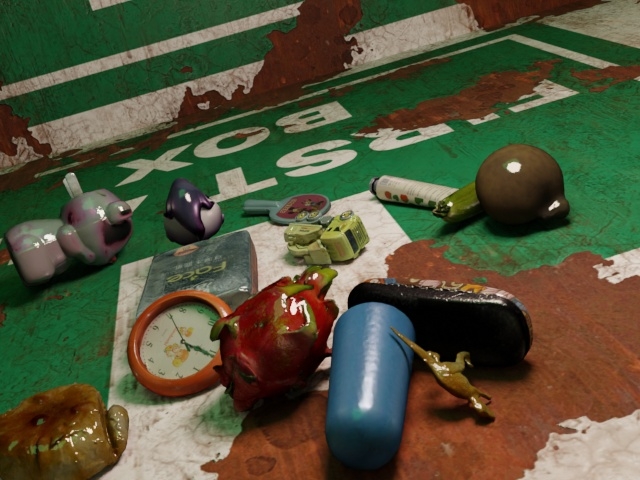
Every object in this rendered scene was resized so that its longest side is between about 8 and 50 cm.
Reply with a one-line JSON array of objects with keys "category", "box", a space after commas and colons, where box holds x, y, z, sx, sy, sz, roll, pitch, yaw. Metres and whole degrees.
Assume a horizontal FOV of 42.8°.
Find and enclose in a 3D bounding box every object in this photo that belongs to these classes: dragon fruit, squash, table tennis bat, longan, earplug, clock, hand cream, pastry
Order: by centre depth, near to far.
[{"category": "earplug", "box": [0.070, 0.219, 1.187, 0.133, 0.132, 0.273, -10, 27, 13]}, {"category": "pastry", "box": [-0.421, 0.312, 1.300, 0.229, 0.100, 0.218, -11, 23, 6]}, {"category": "dragon fruit", "box": [-0.064, 0.157, 1.363, 0.200, 0.198, 0.269, -53, -1, 28]}, {"category": "clock", "box": [-0.245, 0.182, 1.458, 0.205, 0.051, 0.205, -6, 58, 9]}, {"category": "longan", "box": [0.416, -0.106, 1.672, 0.204, 0.159, 0.185, 34, 59, 23]}, {"category": "squash", "box": [0.353, -0.100, 1.791, 0.319, 0.071, 0.080, -25, 16, -29]}, {"category": "hand cream", "box": [0.233, -0.110, 1.920, 0.276, 0.059, 0.095, 14, 35, 41]}, {"category": "table tennis bat", "box": [-0.089, -0.081, 2.077, 0.244, 0.040, 0.153, 4, 30, 29]}]

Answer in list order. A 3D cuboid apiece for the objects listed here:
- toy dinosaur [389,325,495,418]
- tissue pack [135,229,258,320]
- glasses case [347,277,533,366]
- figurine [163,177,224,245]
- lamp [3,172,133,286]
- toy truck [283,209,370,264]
[{"category": "toy dinosaur", "box": [0.175, 0.193, 1.183, 0.162, 0.039, 0.126, 24, 24, -16]}, {"category": "tissue pack", "box": [-0.241, 0.095, 1.676, 0.228, 0.103, 0.315, -17, 22, 1]}, {"category": "glasses case", "box": [0.183, 0.128, 1.314, 0.321, 0.122, 0.082, 4, 31, 37]}, {"category": "figurine", "box": [-0.291, -0.033, 1.858, 0.146, 0.222, 0.145, -13, 28, 7]}, {"category": "lamp", "box": [-0.626, -0.031, 2.030, 0.301, 0.247, 0.247, -26, -1, -23]}, {"category": "toy truck", "box": [0.000, 0.000, 1.770, 0.191, 0.085, 0.116, 1, 37, 40]}]
